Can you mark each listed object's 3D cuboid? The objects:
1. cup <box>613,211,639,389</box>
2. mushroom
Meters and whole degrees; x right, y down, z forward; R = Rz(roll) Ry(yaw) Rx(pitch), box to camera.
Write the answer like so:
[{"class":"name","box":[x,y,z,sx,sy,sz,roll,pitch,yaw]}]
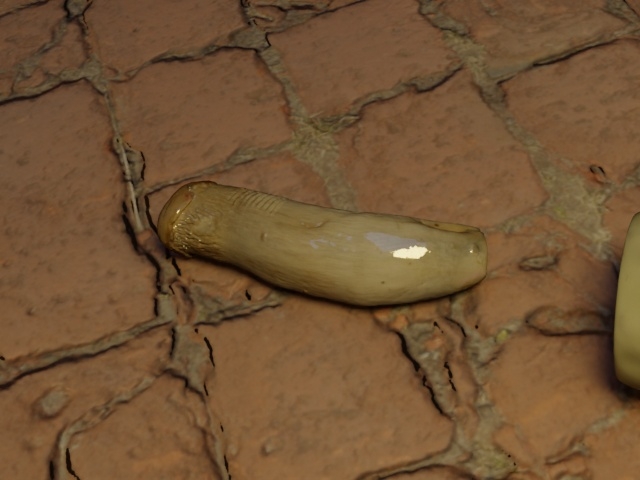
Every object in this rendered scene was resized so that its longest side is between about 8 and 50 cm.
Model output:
[{"class":"cup","box":[0.389,0.062,0.976,0.202,0.255,0.173,6,90,23]},{"class":"mushroom","box":[0.000,0.000,1.120,0.351,0.095,0.122,10,34,16]}]
